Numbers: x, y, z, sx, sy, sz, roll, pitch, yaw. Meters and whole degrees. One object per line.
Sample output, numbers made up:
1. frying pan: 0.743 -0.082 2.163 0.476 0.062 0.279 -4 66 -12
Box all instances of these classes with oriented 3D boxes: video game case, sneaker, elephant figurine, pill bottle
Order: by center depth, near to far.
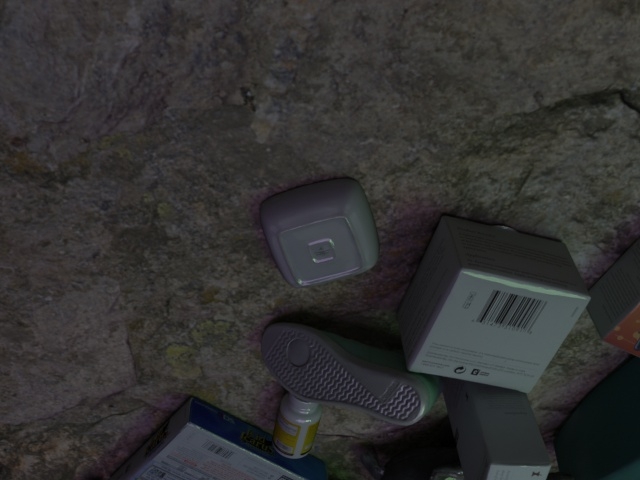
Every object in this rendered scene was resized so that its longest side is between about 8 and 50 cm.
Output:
1. sneaker: 0.048 0.180 1.134 0.255 0.151 0.094 20 99 23
2. pill bottle: -0.032 0.265 1.207 0.065 0.065 0.116 8 125 -9
3. elephant figurine: 0.222 0.354 1.237 0.186 0.169 0.239 19 128 -41
4. video game case: -0.167 0.390 1.293 0.269 0.061 0.244 33 116 -23

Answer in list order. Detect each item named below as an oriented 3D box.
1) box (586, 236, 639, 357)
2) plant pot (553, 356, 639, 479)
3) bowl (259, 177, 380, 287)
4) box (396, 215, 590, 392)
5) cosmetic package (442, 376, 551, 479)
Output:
1. box: 0.464 0.071 1.079 0.130 0.091 0.170 23 121 -18
2. plant pot: 0.479 0.310 1.213 0.165 0.166 0.234 29 126 -21
3. bowl: 0.000 0.000 1.027 0.142 0.053 0.142 -14 125 9
4. box: 0.218 0.085 1.058 0.181 0.119 0.182 12 125 -12
5. cosmetic package: 0.234 0.251 1.110 0.085 0.231 0.117 2 125 -4
